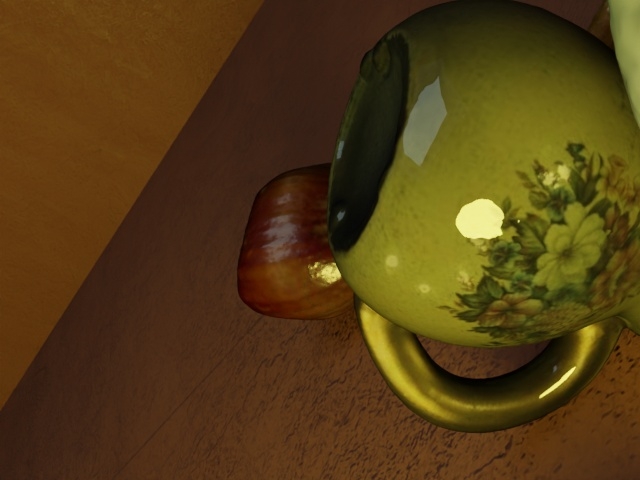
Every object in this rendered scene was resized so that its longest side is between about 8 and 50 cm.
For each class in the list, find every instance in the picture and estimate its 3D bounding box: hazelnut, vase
[{"bbox_3d":[0.002,0.002,1.190,0.181,0.181,0.212,101,-179,-49],"label":"hazelnut"},{"bbox_3d":[0.155,0.004,0.734,0.241,0.303,0.329,-106,32,-61],"label":"vase"}]

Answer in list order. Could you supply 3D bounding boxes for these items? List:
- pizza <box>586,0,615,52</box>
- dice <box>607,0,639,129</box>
[{"bbox_3d":[0.285,-0.218,0.900,0.134,0.056,0.271,-47,-18,-54],"label":"pizza"},{"bbox_3d":[0.314,-0.129,0.294,0.348,0.328,0.330,-2,87,55],"label":"dice"}]
